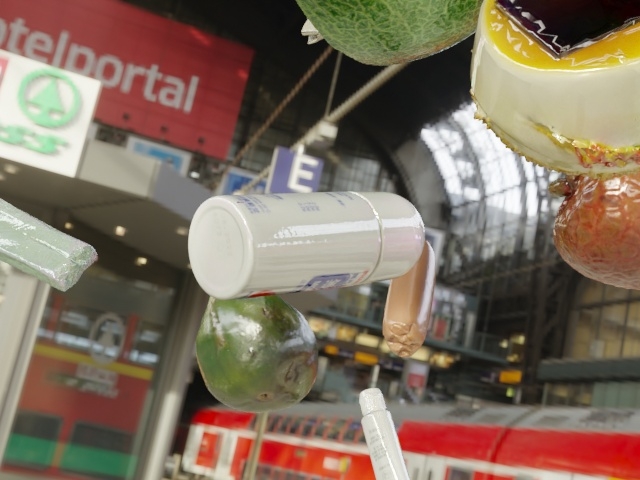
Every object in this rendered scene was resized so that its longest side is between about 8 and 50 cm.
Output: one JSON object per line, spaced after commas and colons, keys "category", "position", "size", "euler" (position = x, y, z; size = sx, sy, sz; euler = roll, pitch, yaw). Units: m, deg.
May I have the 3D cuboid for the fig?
{"category": "fig", "position": [-0.105, 0.144, 1.547], "size": [0.195, 0.244, 0.195], "euler": [-15, -27, -8]}

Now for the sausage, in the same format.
{"category": "sausage", "position": [0.165, 0.096, 1.824], "size": [0.086, 0.289, 0.086], "euler": [7, -54, 9]}

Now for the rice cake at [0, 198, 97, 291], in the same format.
{"category": "rice cake", "position": [-0.408, 0.003, 1.389], "size": [0.222, 0.080, 0.042], "euler": [22, -37, 30]}

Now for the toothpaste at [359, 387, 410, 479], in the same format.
{"category": "toothpaste", "position": [0.071, 0.232, 0.962], "size": [0.031, 0.190, 0.048], "euler": [18, -44, -41]}

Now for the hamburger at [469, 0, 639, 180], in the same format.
{"category": "hamburger", "position": [0.300, -0.190, 1.077], "size": [0.294, 0.276, 0.179], "euler": [53, -15, 41]}

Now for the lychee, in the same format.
{"category": "lychee", "position": [0.495, -0.045, 1.657], "size": [0.300, 0.255, 0.255], "euler": [25, -12, 6]}

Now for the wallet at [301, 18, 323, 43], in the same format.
{"category": "wallet", "position": [0.102, -0.500, 1.999], "size": [0.335, 0.275, 0.068], "euler": [-25, -72, 28]}

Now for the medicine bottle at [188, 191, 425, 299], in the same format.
{"category": "medicine bottle", "position": [0.000, 0.000, 1.312], "size": [0.341, 0.130, 0.130], "euler": [-5, 2, -43]}

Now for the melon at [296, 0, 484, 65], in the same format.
{"category": "melon", "position": [0.146, -0.390, 1.466], "size": [0.343, 0.331, 0.226], "euler": [41, 13, -46]}
